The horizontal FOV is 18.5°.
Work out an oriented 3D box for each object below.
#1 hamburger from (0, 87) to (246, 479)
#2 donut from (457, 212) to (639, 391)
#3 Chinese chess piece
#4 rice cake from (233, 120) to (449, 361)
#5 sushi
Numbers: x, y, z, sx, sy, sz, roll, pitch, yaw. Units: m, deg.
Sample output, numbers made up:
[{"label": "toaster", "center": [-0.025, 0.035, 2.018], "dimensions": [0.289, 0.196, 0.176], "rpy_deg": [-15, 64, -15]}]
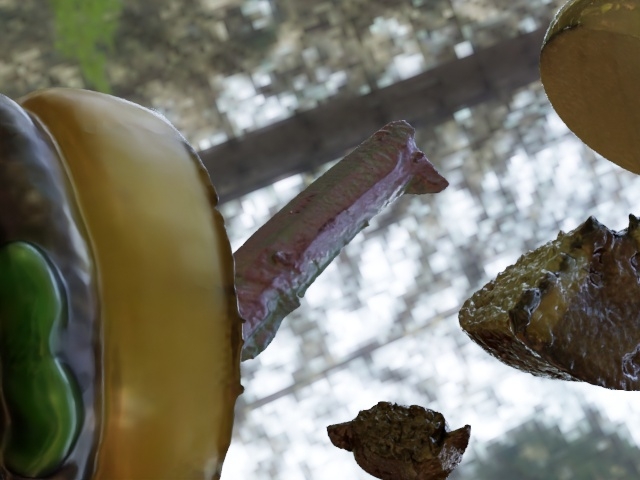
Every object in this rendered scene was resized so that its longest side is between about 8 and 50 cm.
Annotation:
[{"label": "hamburger", "center": [-0.249, 0.068, 1.387], "dimensions": [0.396, 0.277, 0.396], "rpy_deg": [9, -80, 61]}, {"label": "donut", "center": [0.198, 0.056, 1.439], "dimensions": [0.144, 0.186, 0.126], "rpy_deg": [57, -27, -15]}, {"label": "Chinese chess piece", "center": [0.356, -0.172, 2.103], "dimensions": [0.251, 0.097, 0.251], "rpy_deg": [28, -28, 17]}, {"label": "rice cake", "center": [-0.003, -0.001, 1.679], "dimensions": [0.081, 0.290, 0.051], "rpy_deg": [36, -32, 22]}, {"label": "sushi", "center": [0.064, 0.151, 1.502], "dimensions": [0.120, 0.052, 0.055], "rpy_deg": [14, -46, 46]}]
